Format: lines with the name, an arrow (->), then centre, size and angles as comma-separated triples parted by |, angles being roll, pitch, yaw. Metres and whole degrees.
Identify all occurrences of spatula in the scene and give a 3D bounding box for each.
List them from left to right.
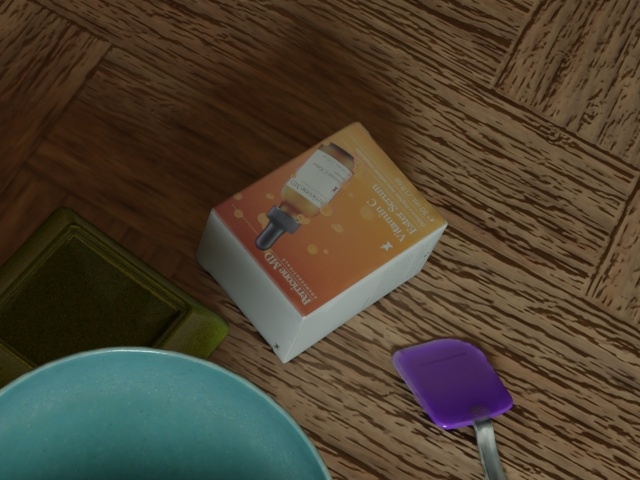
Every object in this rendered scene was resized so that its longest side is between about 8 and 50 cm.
spatula -> 0.155, 0.208, 1.386 | 0.084, 0.030, 0.296 | -14, 65, -24

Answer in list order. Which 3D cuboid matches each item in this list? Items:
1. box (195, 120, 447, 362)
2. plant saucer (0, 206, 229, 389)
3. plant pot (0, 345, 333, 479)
box -> 0.000, 0.000, 1.429 | 0.170, 0.091, 0.130 | -33, 74, -28
plant saucer -> -0.197, 0.073, 1.363 | 0.188, 0.045, 0.188 | 35, 58, 7
plant pot -> -0.144, 0.249, 1.187 | 0.290, 0.195, 0.290 | 7, 59, -11
